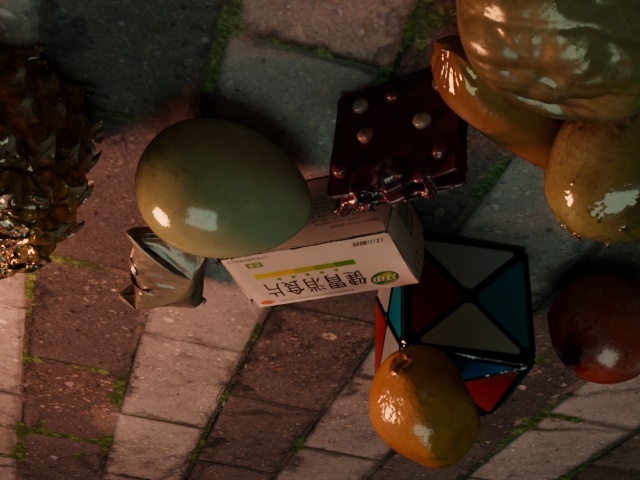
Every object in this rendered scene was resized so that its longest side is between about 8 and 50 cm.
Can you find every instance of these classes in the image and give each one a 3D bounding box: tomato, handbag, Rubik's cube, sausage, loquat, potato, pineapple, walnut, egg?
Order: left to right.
[{"bbox_3d":[-0.510,-0.115,1.480,0.352,0.300,0.352,1,142,1],"label":"pineapple"},{"bbox_3d":[-0.297,0.053,1.855,0.182,0.117,0.270,-2,148,-13],"label":"handbag"},{"bbox_3d":[-0.148,-0.076,1.545,0.295,0.218,0.218,16,146,-29],"label":"egg"},{"bbox_3d":[0.111,-0.143,1.408,0.203,0.216,0.074,-12,138,26],"label":"handbag"},{"bbox_3d":[0.172,0.278,1.611,0.176,0.187,0.234,-17,132,18],"label":"loquat"},{"bbox_3d":[0.241,0.159,1.816,0.248,0.250,0.246,8,147,-7],"label":"Rubik's cube"},{"bbox_3d":[0.264,-0.187,1.351,0.354,0.134,0.116,20,127,-39],"label":"sausage"},{"bbox_3d":[0.294,-0.270,1.125,0.277,0.282,0.253,7,141,2],"label":"walnut"},{"bbox_3d":[0.522,0.165,1.816,0.184,0.208,0.208,-16,145,-2],"label":"tomato"},{"bbox_3d":[0.458,-0.139,1.276,0.359,0.219,0.270,-25,125,-10],"label":"potato"}]

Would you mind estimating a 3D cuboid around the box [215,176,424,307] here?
[{"bbox_3d":[-0.002,0.000,1.703,0.332,0.145,0.173,-10,142,21],"label":"box"}]
